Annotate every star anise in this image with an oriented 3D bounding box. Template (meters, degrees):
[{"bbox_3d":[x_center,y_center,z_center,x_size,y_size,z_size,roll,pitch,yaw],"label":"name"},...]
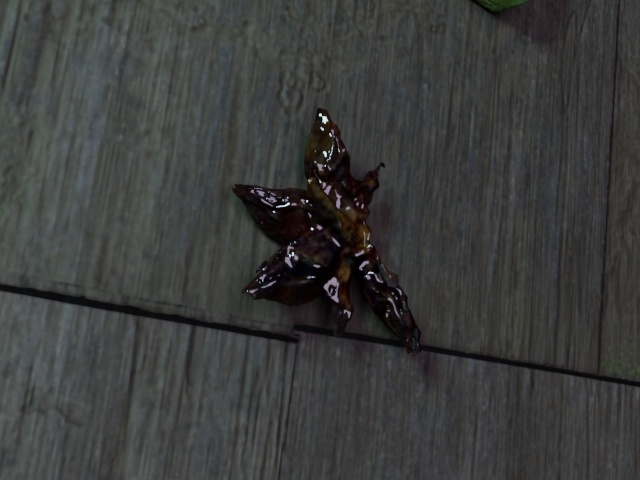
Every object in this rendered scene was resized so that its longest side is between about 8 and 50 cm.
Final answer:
[{"bbox_3d":[-0.002,0.001,0.667,0.157,0.053,0.212,-8,87,-28],"label":"star anise"}]

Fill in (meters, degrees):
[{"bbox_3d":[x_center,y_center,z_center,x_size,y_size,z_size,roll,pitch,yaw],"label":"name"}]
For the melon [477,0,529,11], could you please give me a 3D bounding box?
[{"bbox_3d":[0.150,-0.322,0.797,0.118,0.064,0.209,-9,87,-28],"label":"melon"}]
